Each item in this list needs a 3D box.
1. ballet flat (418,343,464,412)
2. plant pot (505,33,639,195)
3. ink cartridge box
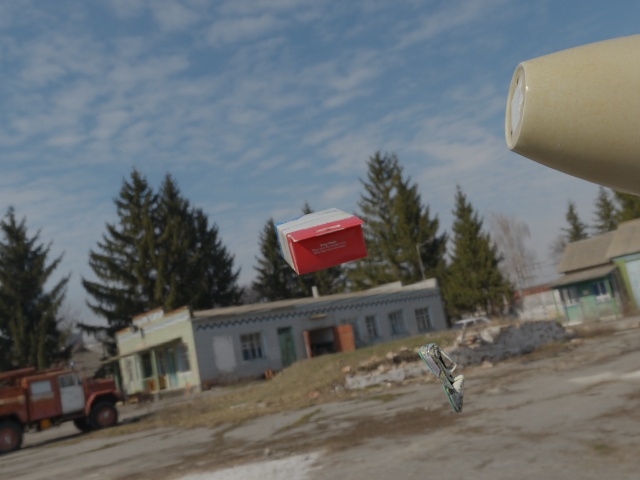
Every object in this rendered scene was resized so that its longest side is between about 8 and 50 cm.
[{"bbox_3d":[0.191,0.202,0.917,0.041,0.114,0.041,-32,1,0],"label":"ballet flat"},{"bbox_3d":[0.418,-0.184,0.892,0.274,0.256,0.256,4,-8,5],"label":"plant pot"},{"bbox_3d":[0.000,0.000,1.152,0.134,0.078,0.231,-15,12,-9],"label":"ink cartridge box"}]
